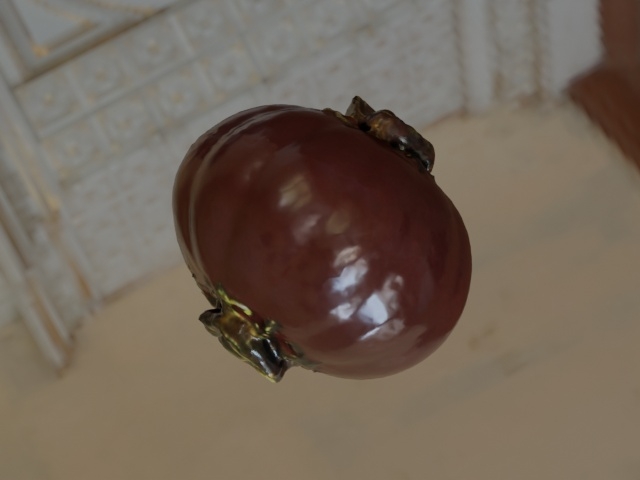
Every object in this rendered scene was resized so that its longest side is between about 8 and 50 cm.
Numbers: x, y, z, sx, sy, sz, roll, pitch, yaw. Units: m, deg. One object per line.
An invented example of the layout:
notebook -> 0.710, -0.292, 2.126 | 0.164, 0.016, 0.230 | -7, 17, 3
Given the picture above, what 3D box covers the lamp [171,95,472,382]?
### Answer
lamp -> 0.000, 0.000, 0.590 | 0.101, 0.090, 0.101 | 35, 170, 7
